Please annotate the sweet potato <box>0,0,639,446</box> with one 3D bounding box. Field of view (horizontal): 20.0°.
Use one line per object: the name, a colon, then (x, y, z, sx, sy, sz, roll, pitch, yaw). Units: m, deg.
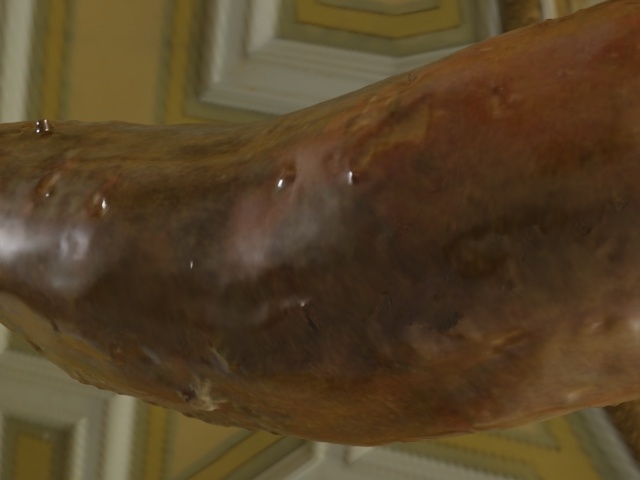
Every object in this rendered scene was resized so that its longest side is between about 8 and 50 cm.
sweet potato: (-0.001, 0.001, 0.443, 0.292, 0.097, 0.097, -7, -83, 25)
